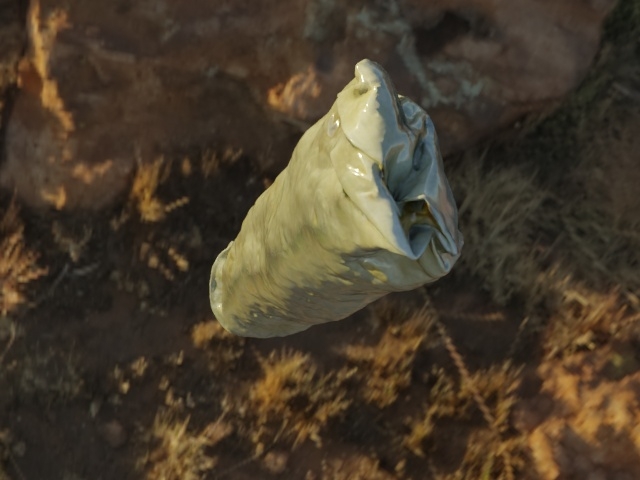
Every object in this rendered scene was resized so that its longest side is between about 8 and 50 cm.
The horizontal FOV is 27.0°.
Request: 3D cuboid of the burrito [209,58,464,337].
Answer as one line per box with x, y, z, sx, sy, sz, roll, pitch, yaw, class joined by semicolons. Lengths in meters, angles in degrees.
0.000;0.000;0.592;0.059;0.275;0.082;-8;79;-17;burrito
